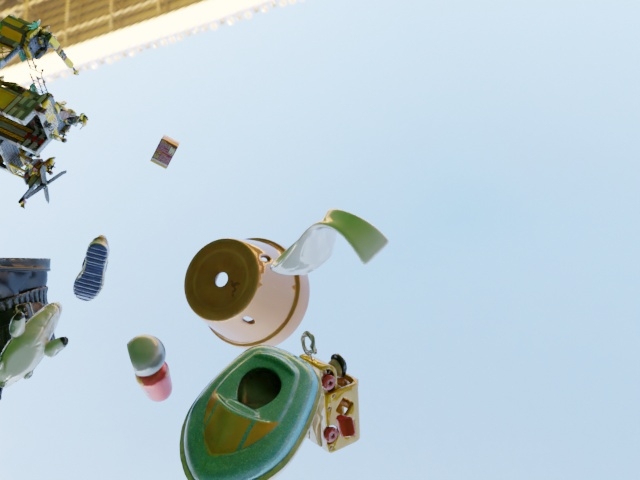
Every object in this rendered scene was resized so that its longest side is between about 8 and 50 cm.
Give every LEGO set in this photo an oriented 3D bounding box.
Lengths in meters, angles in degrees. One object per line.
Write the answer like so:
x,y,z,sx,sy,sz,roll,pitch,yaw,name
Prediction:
-0.538,-0.242,1.116,0.192,0.331,0.255,24,-130,4,LEGO set

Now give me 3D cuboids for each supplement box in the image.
-0.463,-0.264,1.707,0.083,0.055,0.043,-54,-161,22,supplement box

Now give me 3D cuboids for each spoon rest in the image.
0.000,0.000,0.928,0.137,0.084,0.276,-42,-166,-25,spoon rest

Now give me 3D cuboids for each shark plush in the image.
-0.390,0.157,0.755,0.161,0.073,0.067,-64,-153,0,shark plush

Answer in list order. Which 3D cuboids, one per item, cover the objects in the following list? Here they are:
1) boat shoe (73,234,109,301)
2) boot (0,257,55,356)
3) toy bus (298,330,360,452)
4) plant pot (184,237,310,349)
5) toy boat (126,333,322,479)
-0.546,0.067,1.392,0.183,0.066,0.066,-59,-160,25,boat shoe
-0.820,0.171,1.417,0.131,0.348,0.260,-3,-94,37,boot
0.020,0.276,1.049,0.104,0.202,0.190,-11,-120,-35,toy bus
-0.196,0.114,1.409,0.291,0.203,0.290,-7,-109,20,plant pot
-0.171,0.252,0.916,0.318,0.148,0.267,17,-133,18,toy boat
